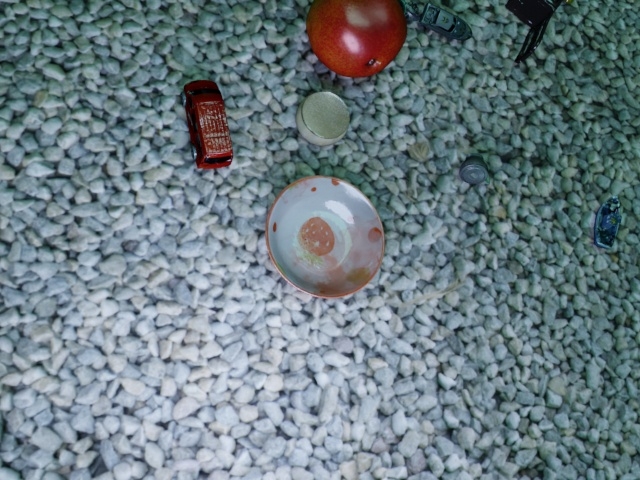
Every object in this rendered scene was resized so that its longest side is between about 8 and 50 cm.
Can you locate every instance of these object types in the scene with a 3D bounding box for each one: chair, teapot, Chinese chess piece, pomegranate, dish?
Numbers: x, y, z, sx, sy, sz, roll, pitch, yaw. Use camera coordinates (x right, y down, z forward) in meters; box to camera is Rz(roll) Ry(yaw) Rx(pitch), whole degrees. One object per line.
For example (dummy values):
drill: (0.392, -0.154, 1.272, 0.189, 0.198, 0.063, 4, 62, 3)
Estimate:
chair: (0.521, -0.566, 1.918, 0.113, 0.106, 0.229, 37, 67, -5)
teapot: (0.364, -0.165, 1.787, 0.088, 0.066, 0.057, 34, 48, -29)
Chinese chess piece: (0.005, -0.269, 1.705, 0.122, 0.051, 0.122, 6, 72, -18)
pomegranate: (0.074, -0.488, 1.704, 0.220, 0.221, 0.257, -10, 78, -19)
dish: (0.000, 0.000, 1.610, 0.260, 0.085, 0.261, 5, 75, -18)

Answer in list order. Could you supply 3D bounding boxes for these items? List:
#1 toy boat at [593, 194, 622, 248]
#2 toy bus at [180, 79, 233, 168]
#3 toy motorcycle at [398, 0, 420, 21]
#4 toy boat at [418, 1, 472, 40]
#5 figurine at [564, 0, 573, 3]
toy boat: (0.695, -0.045, 1.851, 0.060, 0.061, 0.137, 24, 69, -10)
toy bus: (-0.234, -0.251, 1.603, 0.081, 0.089, 0.195, -8, 77, -19)
toy motorcycle: (0.155, -0.553, 1.827, 0.173, 0.058, 0.100, 25, 73, -11)
toy boat: (0.309, -0.525, 1.869, 0.141, 0.060, 0.055, 20, 94, -17)
figurine: (0.583, -0.793, 1.954, 0.169, 0.218, 0.327, -40, 79, 9)
